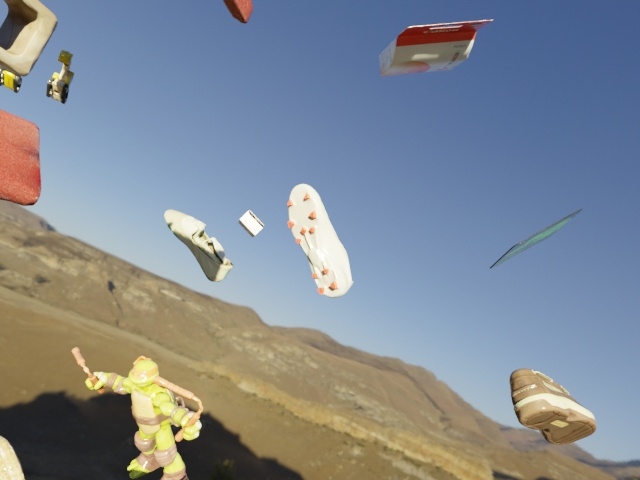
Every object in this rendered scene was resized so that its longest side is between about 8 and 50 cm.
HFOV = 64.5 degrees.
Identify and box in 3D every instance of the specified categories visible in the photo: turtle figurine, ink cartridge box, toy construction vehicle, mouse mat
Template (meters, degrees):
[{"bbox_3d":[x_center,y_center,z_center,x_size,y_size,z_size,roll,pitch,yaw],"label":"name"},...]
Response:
[{"bbox_3d":[-0.260,0.257,0.758,0.270,0.217,0.087,10,21,27],"label":"turtle figurine"},{"bbox_3d":[-0.149,-0.035,1.086,0.048,0.028,0.083,46,-12,-5],"label":"ink cartridge box"},{"bbox_3d":[0.194,-0.329,0.878,0.146,0.045,0.179,-8,9,-8],"label":"ink cartridge box"},{"bbox_3d":[-0.358,-0.218,0.640,0.086,0.035,0.098,23,-32,-19],"label":"toy construction vehicle"},{"bbox_3d":[0.469,-0.001,1.111,0.007,0.190,0.152,59,-13,18],"label":"mouse mat"}]

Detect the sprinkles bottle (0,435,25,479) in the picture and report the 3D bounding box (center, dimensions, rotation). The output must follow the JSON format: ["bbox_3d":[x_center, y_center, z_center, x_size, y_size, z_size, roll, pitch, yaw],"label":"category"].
[{"bbox_3d":[-0.659,0.441,0.774,0.121,0.121,0.355,12,23,41],"label":"sprinkles bottle"}]

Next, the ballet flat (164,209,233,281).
[{"bbox_3d":[-0.328,-0.001,1.390,0.248,0.086,0.086,52,-15,1],"label":"ballet flat"}]

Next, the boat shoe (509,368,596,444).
[{"bbox_3d":[0.409,0.287,0.896,0.095,0.095,0.257,-32,-45,21],"label":"boat shoe"}]

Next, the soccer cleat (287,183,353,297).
[{"bbox_3d":[0.000,0.000,0.848,0.068,0.196,0.076,-19,0,31],"label":"soccer cleat"}]

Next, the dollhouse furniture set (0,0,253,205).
[{"bbox_3d":[-0.197,-0.166,0.378,0.201,0.373,0.152,21,-8,19],"label":"dollhouse furniture set"}]
